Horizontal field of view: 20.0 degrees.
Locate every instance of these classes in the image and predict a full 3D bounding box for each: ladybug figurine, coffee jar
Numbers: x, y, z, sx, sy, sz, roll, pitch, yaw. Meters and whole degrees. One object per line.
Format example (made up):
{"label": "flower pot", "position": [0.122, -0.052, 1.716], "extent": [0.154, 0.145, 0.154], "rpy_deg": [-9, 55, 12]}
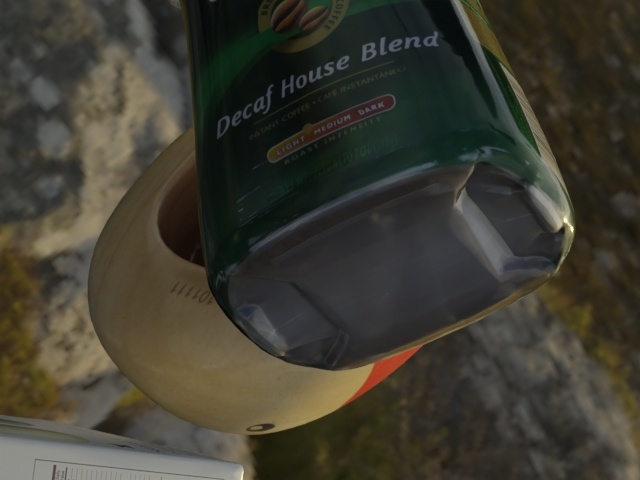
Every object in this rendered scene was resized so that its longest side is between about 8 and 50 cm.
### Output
{"label": "ladybug figurine", "position": [0.000, 0.000, 1.474], "extent": [0.449, 0.305, 0.162], "rpy_deg": [-47, 140, -38]}
{"label": "coffee jar", "position": [0.004, -0.061, 0.523], "extent": [0.079, 0.096, 0.184], "rpy_deg": [48, 22, -48]}

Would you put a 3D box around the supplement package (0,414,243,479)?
{"label": "supplement package", "position": [-0.217, 0.197, 1.027], "extent": [0.263, 0.199, 0.198], "rpy_deg": [14, 84, -45]}

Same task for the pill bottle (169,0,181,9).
{"label": "pill bottle", "position": [-0.054, -0.245, 1.379], "extent": [0.136, 0.246, 0.136], "rpy_deg": [-3, 90, -89]}
